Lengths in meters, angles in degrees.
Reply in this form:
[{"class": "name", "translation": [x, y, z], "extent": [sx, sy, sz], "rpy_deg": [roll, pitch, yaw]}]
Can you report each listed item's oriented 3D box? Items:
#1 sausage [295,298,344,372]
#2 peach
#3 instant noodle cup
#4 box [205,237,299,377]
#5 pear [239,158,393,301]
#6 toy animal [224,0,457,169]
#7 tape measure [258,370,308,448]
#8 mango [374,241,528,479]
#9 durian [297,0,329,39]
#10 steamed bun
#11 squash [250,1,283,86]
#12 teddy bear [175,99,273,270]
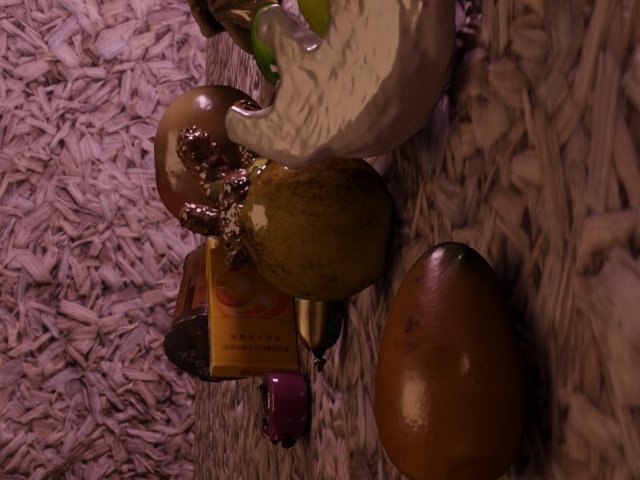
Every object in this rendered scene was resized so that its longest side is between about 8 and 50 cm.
[{"class": "sausage", "translation": [0.000, 0.000, 1.522], "extent": [0.082, 0.082, 0.372], "rpy_deg": [166, 106, -77]}, {"class": "peach", "translation": [-0.221, -0.164, 2.172], "extent": [0.292, 0.247, 0.292], "rpy_deg": [-155, 90, -84]}, {"class": "instant noodle cup", "translation": [-0.191, 0.133, 2.102], "extent": [0.217, 0.217, 0.207], "rpy_deg": [107, 168, -48]}, {"class": "box", "translation": [-0.121, 0.115, 1.883], "extent": [0.043, 0.152, 0.269], "rpy_deg": [113, 156, -51]}, {"class": "pear", "translation": [-0.011, -0.021, 1.325], "extent": [0.197, 0.197, 0.197], "rpy_deg": [-177, 90, -78]}, {"class": "toy animal", "translation": [0.066, -0.205, 1.163], "extent": [0.266, 0.188, 0.308], "rpy_deg": [37, 114, 50]}, {"class": "tape measure", "translation": [-0.062, 0.274, 1.750], "extent": [0.118, 0.074, 0.125], "rpy_deg": [150, 119, -75]}, {"class": "mango", "translation": [0.107, 0.107, 0.907], "extent": [0.221, 0.120, 0.152], "rpy_deg": [-90, 14, -45]}, {"class": "durian", "translation": [0.033, -0.320, 1.402], "extent": [0.139, 0.101, 0.250], "rpy_deg": [56, 165, 0]}, {"class": "steamed bun", "translation": [-0.180, -0.524, 2.189], "extent": [0.428, 0.247, 0.189], "rpy_deg": [85, -165, -63]}, {"class": "squash", "translation": [-0.086, -0.359, 1.988], "extent": [0.292, 0.082, 0.082], "rpy_deg": [-104, 21, -54]}, {"class": "teddy bear", "translation": [-0.149, -0.100, 1.894], "extent": [0.296, 0.246, 0.222], "rpy_deg": [62, -176, 5]}]
